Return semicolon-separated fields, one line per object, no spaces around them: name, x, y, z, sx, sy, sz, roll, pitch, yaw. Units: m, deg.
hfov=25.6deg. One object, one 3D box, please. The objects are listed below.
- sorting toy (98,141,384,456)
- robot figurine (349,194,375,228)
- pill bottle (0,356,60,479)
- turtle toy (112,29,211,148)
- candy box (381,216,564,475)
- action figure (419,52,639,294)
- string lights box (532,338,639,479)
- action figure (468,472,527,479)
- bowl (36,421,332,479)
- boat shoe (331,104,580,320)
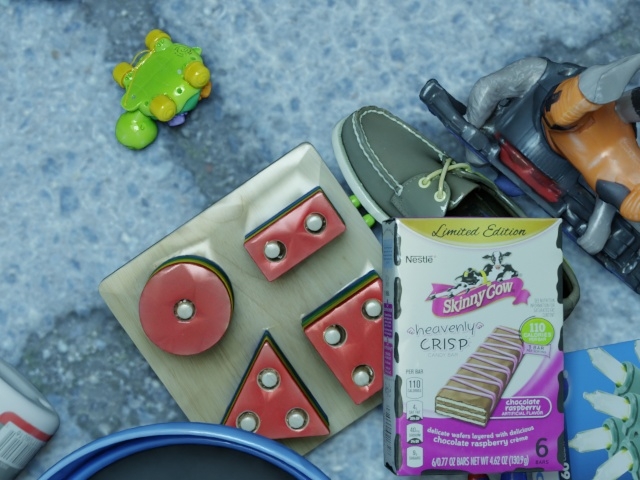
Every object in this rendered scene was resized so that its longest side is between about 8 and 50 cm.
sorting toy;-0.043;0.081;1.360;0.255;0.089;0.257;-34;97;3
robot figurine;0.000;0.000;1.432;0.115;0.067;0.101;-33;87;-3
pill bottle;-0.403;0.231;1.365;0.161;0.161;0.283;41;84;10
turtle toy;-0.168;-0.152;1.471;0.130;0.066;0.095;-46;57;-3
candy box;0.139;0.095;1.292;0.159;0.071;0.233;-1;88;-8
action figure;0.280;-0.078;1.329;0.341;0.330;0.178;39;89;-22
string lights box;0.300;0.160;1.291;0.077;0.260;0.133;3;77;-31
action figure;0.156;0.312;1.332;0.091;0.139;0.280;-26;77;42
bowl;-0.119;0.356;1.317;0.391;0.077;0.391;1;97;6
boat shoe;0.136;-0.029;1.402;0.305;0.091;0.109;47;55;8
